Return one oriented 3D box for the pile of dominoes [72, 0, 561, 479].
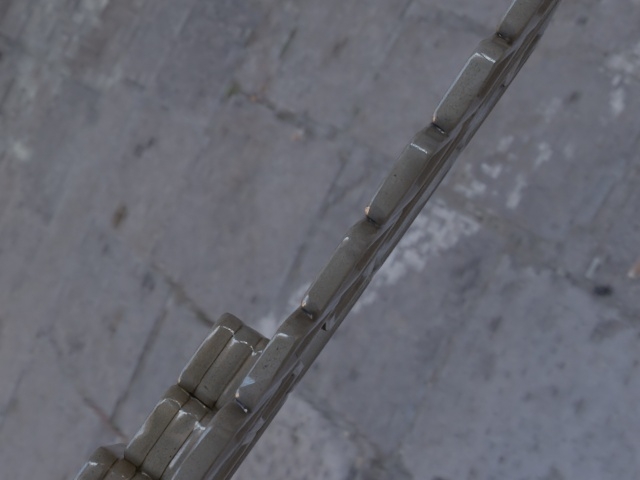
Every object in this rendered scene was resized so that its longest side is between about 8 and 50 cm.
[{"bbox_3d":[0.000,0.000,0.486,0.251,0.040,0.196,-55,-5,-5],"label":"pile of dominoes"}]
